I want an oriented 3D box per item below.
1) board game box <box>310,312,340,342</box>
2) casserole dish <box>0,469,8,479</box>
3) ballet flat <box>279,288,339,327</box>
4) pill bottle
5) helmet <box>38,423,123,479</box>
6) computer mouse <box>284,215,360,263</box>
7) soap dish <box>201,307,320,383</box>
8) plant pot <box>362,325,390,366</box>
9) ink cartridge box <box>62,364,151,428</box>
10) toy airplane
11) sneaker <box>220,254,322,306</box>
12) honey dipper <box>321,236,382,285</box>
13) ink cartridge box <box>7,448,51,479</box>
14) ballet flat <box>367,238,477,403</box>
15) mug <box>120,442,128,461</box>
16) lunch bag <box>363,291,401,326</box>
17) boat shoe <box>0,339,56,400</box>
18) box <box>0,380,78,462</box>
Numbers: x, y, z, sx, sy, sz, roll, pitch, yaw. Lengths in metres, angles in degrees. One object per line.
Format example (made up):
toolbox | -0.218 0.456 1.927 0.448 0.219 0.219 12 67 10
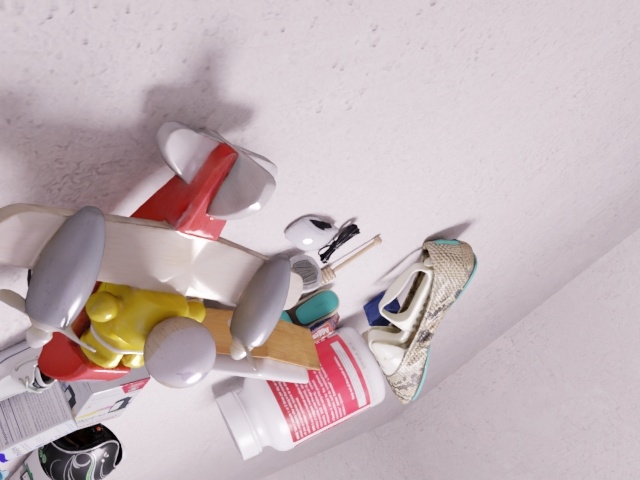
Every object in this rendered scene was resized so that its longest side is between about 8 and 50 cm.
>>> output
board game box | -0.028 0.219 1.777 0.145 0.027 0.281 -32 178 4
casserole dish | -0.759 0.515 1.613 0.188 0.037 0.114 -18 157 -25
ballet flat | -0.070 0.179 1.698 0.248 0.086 0.086 -20 157 -27
pill bottle | -0.054 0.405 2.009 0.408 0.229 0.229 -24 158 -15
helmet | -0.497 0.431 1.591 0.169 0.169 0.161 -16 139 -31
computer mouse | 0.000 0.000 1.417 0.106 0.042 0.193 -37 158 20
soap dish | -0.148 0.201 1.466 0.229 0.118 0.291 3 167 19
plant pot | 0.185 0.303 2.272 0.109 0.096 0.109 -33 159 11
ink cartridge box | -0.426 0.292 1.486 0.127 0.072 0.175 -10 151 -43
toy airplane | -0.185 0.047 0.954 0.386 0.272 0.384 -17 149 -17
sneaker | -0.110 0.094 1.431 0.232 0.090 0.115 -4 158 -40
honey dipper | 0.061 0.041 1.612 0.161 0.030 0.030 -34 159 5
ink cartridge box | -0.609 0.539 1.781 0.160 0.092 0.219 -5 148 -48
ballet flat | 0.218 0.197 1.899 0.182 0.164 0.482 9 119 -21
mug | -0.536 0.550 1.974 0.064 0.078 0.062 -29 128 -27
lunch bag | 0.164 0.177 2.005 0.098 0.065 0.067 -39 142 26
boat shoe | -0.456 0.203 1.223 0.226 0.076 0.083 -37 144 6
box | -0.503 0.287 1.300 0.137 0.126 0.072 -23 159 -16
